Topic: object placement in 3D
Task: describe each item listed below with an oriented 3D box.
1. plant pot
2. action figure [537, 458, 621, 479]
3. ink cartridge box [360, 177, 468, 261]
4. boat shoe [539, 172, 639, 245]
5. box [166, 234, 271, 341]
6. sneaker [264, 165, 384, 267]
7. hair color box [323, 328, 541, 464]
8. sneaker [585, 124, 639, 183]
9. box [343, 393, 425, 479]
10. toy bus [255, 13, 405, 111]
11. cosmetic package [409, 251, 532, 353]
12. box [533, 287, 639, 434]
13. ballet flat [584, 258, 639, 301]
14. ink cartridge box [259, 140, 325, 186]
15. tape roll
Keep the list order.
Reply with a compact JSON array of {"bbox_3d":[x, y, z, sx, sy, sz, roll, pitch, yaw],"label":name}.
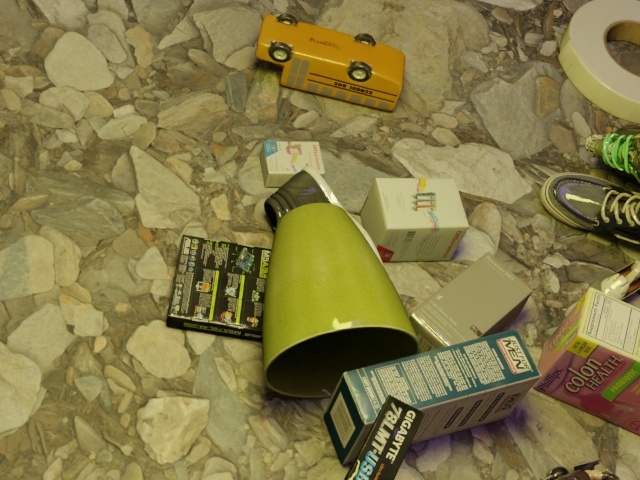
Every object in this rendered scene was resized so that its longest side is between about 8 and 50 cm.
[{"bbox_3d":[0.010,0.091,1.753,0.275,0.274,0.293,-3,57,-16],"label":"plant pot"},{"bbox_3d":[0.465,0.467,1.669,0.185,0.099,0.285,-29,26,-13],"label":"action figure"},{"bbox_3d":[0.188,-0.041,1.985,0.176,0.128,0.127,0,56,-16],"label":"ink cartridge box"},{"bbox_3d":[0.647,-0.069,2.086,0.341,0.158,0.127,19,80,-1],"label":"boat shoe"},{"bbox_3d":[-0.186,0.087,1.852,0.184,0.045,0.190,11,53,-10],"label":"box"},{"bbox_3d":[0.000,0.000,1.935,0.147,0.104,0.295,-32,72,-18],"label":"sneaker"},{"bbox_3d":[0.195,0.275,1.738,0.347,0.174,0.105,-10,59,-21],"label":"hair color box"},{"bbox_3d":[0.666,-0.183,2.129,0.182,0.410,0.158,6,96,14],"label":"sneaker"},{"bbox_3d":[0.044,0.427,1.518,0.073,0.295,0.293,26,53,7],"label":"box"},{"bbox_3d":[0.021,-0.395,2.187,0.333,0.130,0.108,13,55,-6],"label":"toy bus"},{"bbox_3d":[0.284,0.142,1.900,0.127,0.107,0.238,42,59,19],"label":"cosmetic package"},{"bbox_3d":[0.558,0.233,1.836,0.243,0.213,0.117,25,53,3],"label":"box"},{"bbox_3d":[0.632,0.085,2.049,0.213,0.068,0.072,-26,65,-28],"label":"ballet flat"},{"bbox_3d":[-0.058,-0.160,2.051,0.123,0.052,0.088,-1,56,-16],"label":"ink cartridge box"},{"bbox_3d":[0.792,-0.455,2.467,0.392,0.072,0.392,7,55,-10],"label":"tape roll"}]
